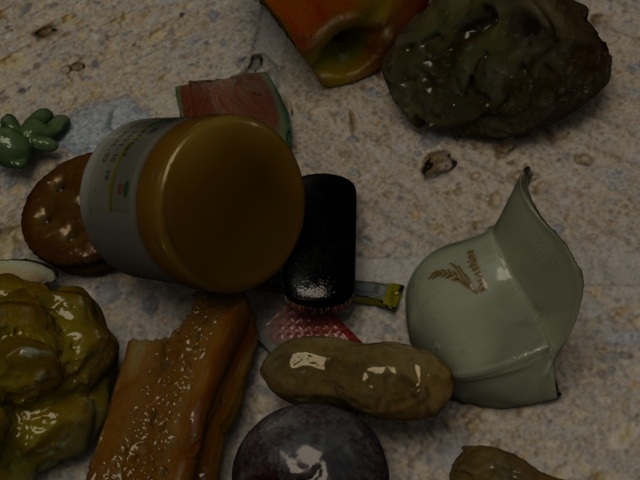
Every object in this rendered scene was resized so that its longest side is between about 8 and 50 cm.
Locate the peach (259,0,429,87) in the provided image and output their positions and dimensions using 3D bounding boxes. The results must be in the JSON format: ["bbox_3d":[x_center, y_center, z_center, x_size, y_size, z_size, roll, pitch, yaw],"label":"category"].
[{"bbox_3d":[0.017,-0.470,2.111,0.306,0.242,0.380,-26,53,-1],"label":"peach"}]

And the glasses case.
[{"bbox_3d":[0.000,0.000,1.858,0.103,0.067,0.267,0,43,3],"label":"glasses case"}]

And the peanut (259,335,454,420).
[{"bbox_3d":[0.043,0.173,1.682,0.263,0.117,0.101,6,75,28],"label":"peanut"}]

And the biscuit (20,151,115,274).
[{"bbox_3d":[-0.346,-0.043,1.994,0.220,0.066,0.221,-9,53,11],"label":"biscuit"}]

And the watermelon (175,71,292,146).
[{"bbox_3d":[-0.116,-0.173,2.024,0.146,0.128,0.231,-10,63,-29],"label":"watermelon"}]

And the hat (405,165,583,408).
[{"bbox_3d":[0.213,0.055,1.678,0.168,0.301,0.258,-7,49,-19],"label":"hat"}]

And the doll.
[{"bbox_3d":[-0.470,-0.163,2.115,0.115,0.078,0.150,32,47,19],"label":"doll"}]

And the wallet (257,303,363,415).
[{"bbox_3d":[0.004,0.157,1.785,0.103,0.020,0.196,-43,58,-6],"label":"wallet"}]

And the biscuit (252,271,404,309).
[{"bbox_3d":[-0.028,0.062,1.865,0.291,0.026,0.048,6,52,17],"label":"biscuit"}]

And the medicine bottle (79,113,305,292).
[{"bbox_3d":[-0.180,-0.055,1.810,0.232,0.238,0.238,7,51,51],"label":"medicine bottle"}]

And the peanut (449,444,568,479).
[{"bbox_3d":[0.249,0.315,1.582,0.214,0.099,0.099,25,63,21],"label":"peanut"}]

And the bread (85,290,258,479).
[{"bbox_3d":[-0.201,0.232,1.735,0.185,0.109,0.380,-4,51,24],"label":"bread"}]

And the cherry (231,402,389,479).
[{"bbox_3d":[-0.005,0.291,1.602,0.195,0.195,0.195,-6,53,9],"label":"cherry"}]

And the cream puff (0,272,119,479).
[{"bbox_3d":[-0.440,0.164,1.750,0.324,0.257,0.291,-32,57,-10],"label":"cream puff"}]

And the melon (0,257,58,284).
[{"bbox_3d":[-0.474,0.062,1.939,0.182,0.054,0.098,-13,19,-4],"label":"melon"}]

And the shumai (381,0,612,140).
[{"bbox_3d":[0.251,-0.308,1.909,0.346,0.283,0.217,9,55,17],"label":"shumai"}]
